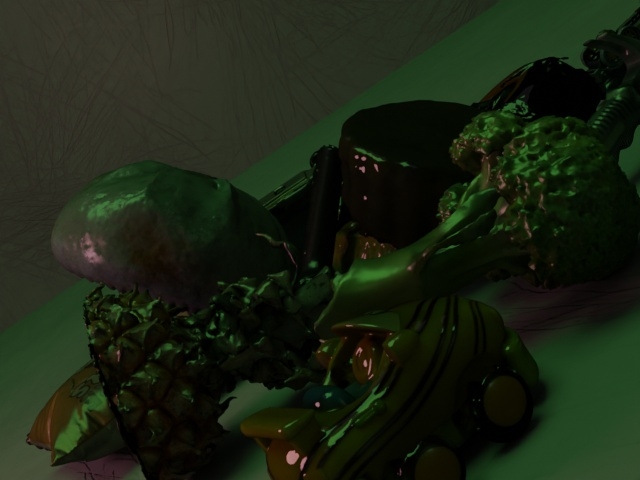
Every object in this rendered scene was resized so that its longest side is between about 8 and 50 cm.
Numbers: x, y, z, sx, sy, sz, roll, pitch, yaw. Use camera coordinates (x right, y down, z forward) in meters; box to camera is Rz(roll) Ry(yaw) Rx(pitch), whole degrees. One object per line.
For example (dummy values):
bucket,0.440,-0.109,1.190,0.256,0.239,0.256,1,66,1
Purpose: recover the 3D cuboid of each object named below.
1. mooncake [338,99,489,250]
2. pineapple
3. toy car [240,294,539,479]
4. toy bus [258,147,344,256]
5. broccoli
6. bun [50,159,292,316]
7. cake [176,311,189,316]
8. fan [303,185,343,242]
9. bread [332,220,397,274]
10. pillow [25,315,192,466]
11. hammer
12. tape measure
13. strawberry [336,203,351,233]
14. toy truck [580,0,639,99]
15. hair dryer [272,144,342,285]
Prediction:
mooncake,0.130,-0.073,1.402,0.228,0.124,0.228,2,29,-1
pineapple,-0.095,0.123,1.367,0.272,0.262,0.262,-23,11,0
toy car,0.053,0.129,1.012,0.248,0.142,0.200,-40,12,-27
toy bus,-0.032,-0.042,2.036,0.317,0.138,0.112,-32,16,7
broccoli,0.156,-0.028,1.172,0.302,0.186,0.254,-10,7,28
bun,-0.217,-0.002,1.820,0.362,0.362,0.211,-172,95,-74
cake,-0.252,0.094,2.225,0.109,0.090,0.225,-41,11,-14
fan,-0.002,-0.016,1.820,0.335,0.011,0.229,143,142,-80
bread,0.085,0.013,1.566,0.087,0.098,0.269,6,-2,-19
pillow,-0.264,0.203,1.700,0.310,0.119,0.312,-33,8,-18
hammer,0.323,-0.123,1.348,0.226,0.159,0.041,-54,16,-24
tape measure,0.253,-0.140,1.591,0.202,0.135,0.223,-52,13,-32
strawberry,0.070,-0.035,1.854,0.121,0.082,0.188,-38,-3,-17
toy truck,0.451,-0.276,1.715,0.192,0.092,0.083,-44,11,-5
hair dryer,0.000,0.000,1.582,0.197,0.089,0.251,-176,96,-77
